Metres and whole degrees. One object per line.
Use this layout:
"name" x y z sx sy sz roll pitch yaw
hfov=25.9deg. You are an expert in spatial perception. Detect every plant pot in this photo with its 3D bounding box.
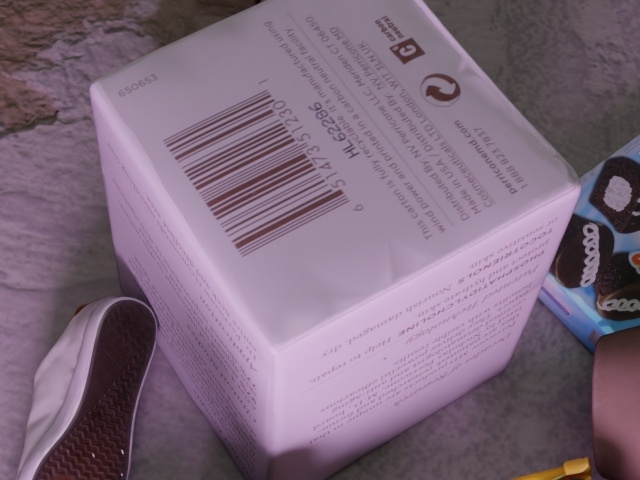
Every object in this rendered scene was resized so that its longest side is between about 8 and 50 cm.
"plant pot" 0.399 0.168 1.423 0.229 0.263 0.263 0 58 17

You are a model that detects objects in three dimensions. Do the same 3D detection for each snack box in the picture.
"snack box" 0.385 -0.016 1.614 0.322 0.060 0.187 -35 68 -21

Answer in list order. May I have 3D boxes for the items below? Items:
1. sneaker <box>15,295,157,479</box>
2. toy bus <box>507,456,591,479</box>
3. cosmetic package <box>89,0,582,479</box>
"sneaker" -0.256 0.198 1.440 0.106 0.123 0.290 29 73 -32
"toy bus" 0.195 0.339 1.357 0.211 0.149 0.220 -9 63 5
"cosmetic package" 0.000 0.000 1.383 0.327 0.394 0.329 -28 66 -18
